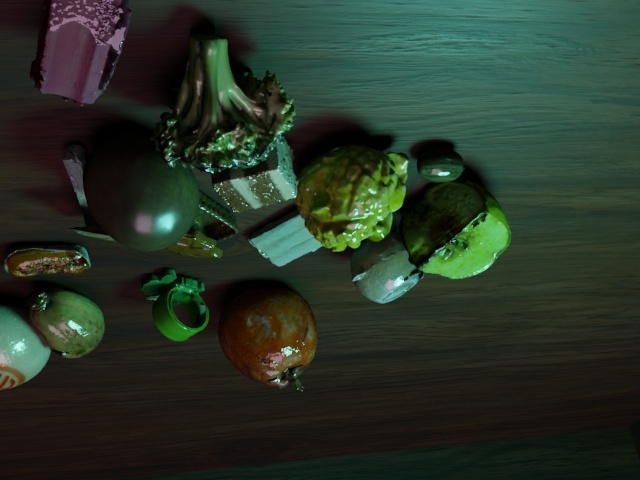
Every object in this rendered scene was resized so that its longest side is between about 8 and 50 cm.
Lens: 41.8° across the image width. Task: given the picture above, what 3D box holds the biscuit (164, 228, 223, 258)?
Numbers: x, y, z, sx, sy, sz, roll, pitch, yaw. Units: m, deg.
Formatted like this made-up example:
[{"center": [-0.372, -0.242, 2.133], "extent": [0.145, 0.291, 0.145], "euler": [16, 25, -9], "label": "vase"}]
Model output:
[{"center": [-0.320, 0.003, 1.886], "extent": [0.215, 0.034, 0.182], "euler": [21, 161, -20], "label": "biscuit"}]

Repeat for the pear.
[{"center": [0.348, -0.032, 2.001], "extent": [0.255, 0.164, 0.238], "euler": [16, 130, -44], "label": "pear"}]

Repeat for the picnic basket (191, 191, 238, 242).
[{"center": [-0.273, -0.057, 1.864], "extent": [0.110, 0.055, 0.193], "euler": [-20, 146, 25], "label": "picnic basket"}]

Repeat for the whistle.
[{"center": [0.204, 0.048, 2.116], "extent": [0.348, 0.189, 0.189], "euler": [-13, 156, -39], "label": "whistle"}]

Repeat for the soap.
[{"center": [-0.366, -0.331, 1.283], "extent": [0.112, 0.182, 0.289], "euler": [10, 143, -23], "label": "soap"}]

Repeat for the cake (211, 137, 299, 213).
[{"center": [-0.133, -0.148, 1.685], "extent": [0.147, 0.135, 0.134], "euler": [-15, 149, 16], "label": "cake"}]

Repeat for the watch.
[{"center": [-0.372, 0.172, 2.116], "extent": [0.131, 0.152, 0.165], "euler": [-30, 145, 33], "label": "watch"}]

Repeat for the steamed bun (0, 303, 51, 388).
[{"center": [-0.825, 0.279, 2.104], "extent": [0.283, 0.177, 0.283], "euler": [-1, 150, -1], "label": "steamed bun"}]

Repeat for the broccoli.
[{"center": [-0.184, -0.238, 1.471], "extent": [0.263, 0.247, 0.243], "euler": [15, 123, 31], "label": "broccoli"}]

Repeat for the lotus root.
[{"center": [-0.628, 0.208, 2.090], "extent": [0.140, 0.154, 0.257], "euler": [10, 155, 32], "label": "lotus root"}]

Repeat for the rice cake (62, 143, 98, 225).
[{"center": [-0.486, -0.110, 1.727], "extent": [0.042, 0.045, 0.245], "euler": [3, 149, -1], "label": "rice cake"}]

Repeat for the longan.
[{"center": [-0.349, -0.091, 1.649], "extent": [0.215, 0.246, 0.246], "euler": [-17, 150, -12], "label": "longan"}]

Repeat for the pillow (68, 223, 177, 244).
[{"center": [-0.416, -0.010, 1.775], "extent": [0.218, 0.033, 0.130], "euler": [9, -179, -3], "label": "pillow"}]

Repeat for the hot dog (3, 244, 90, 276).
[{"center": [-0.630, 0.049, 1.933], "extent": [0.191, 0.059, 0.108], "euler": [-5, 152, -13], "label": "hot dog"}]

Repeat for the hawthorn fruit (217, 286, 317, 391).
[{"center": [-0.120, 0.272, 2.215], "extent": [0.276, 0.307, 0.276], "euler": [-16, 141, -13], "label": "hawthorn fruit"}]

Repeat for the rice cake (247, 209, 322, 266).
[{"center": [-0.059, -0.013, 1.987], "extent": [0.211, 0.038, 0.124], "euler": [-31, 121, 29], "label": "rice cake"}]

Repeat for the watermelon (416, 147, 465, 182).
[{"center": [0.264, -0.164, 1.834], "extent": [0.111, 0.078, 0.078], "euler": [0, 147, -15], "label": "watermelon"}]

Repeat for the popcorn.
[{"center": [0.077, -0.099, 1.774], "extent": [0.251, 0.206, 0.237], "euler": [-22, 134, -14], "label": "popcorn"}]

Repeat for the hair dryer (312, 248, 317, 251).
[{"center": [0.000, 0.000, 2.066], "extent": [0.063, 0.038, 0.124], "euler": [14, 148, -31], "label": "hair dryer"}]
